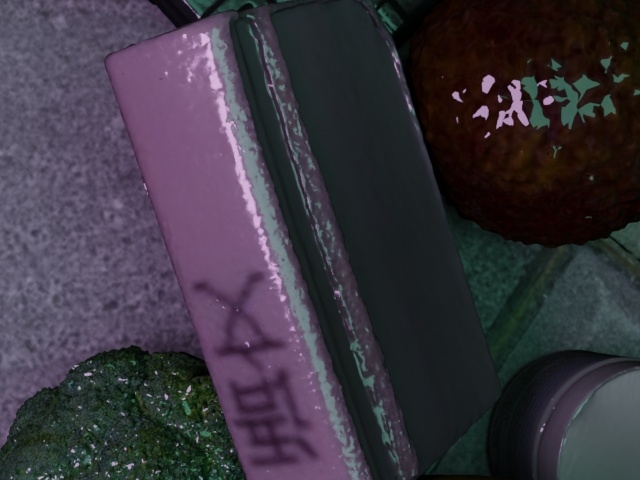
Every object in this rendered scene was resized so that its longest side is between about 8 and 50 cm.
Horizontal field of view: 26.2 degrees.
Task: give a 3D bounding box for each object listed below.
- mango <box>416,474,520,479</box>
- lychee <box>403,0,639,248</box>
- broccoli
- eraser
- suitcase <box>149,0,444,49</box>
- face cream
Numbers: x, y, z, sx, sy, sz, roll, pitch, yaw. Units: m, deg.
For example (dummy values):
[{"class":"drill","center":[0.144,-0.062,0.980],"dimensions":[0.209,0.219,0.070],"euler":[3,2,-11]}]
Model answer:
[{"class":"mango","center":[0.098,0.269,1.098],"dimensions":[0.252,0.365,0.182],"euler":[-7,87,16]},{"class":"lychee","center":[0.198,-0.114,1.174],"dimensions":[0.260,0.260,0.261],"euler":[0,89,-17]},{"class":"broccoli","center":[-0.134,0.219,1.090],"dimensions":[0.270,0.270,0.270],"euler":[30,80,-45]},{"class":"eraser","center":[0.000,0.000,1.044],"dimensions":[0.272,0.122,0.359],"euler":[-25,99,-58]},{"class":"suitcase","center":[0.006,-0.249,1.213],"dimensions":[0.285,0.066,0.206],"euler":[-45,101,-13]},{"class":"face cream","center":[0.258,0.190,1.240],"dimensions":[0.177,0.153,0.177],"euler":[0,91,-16]}]
